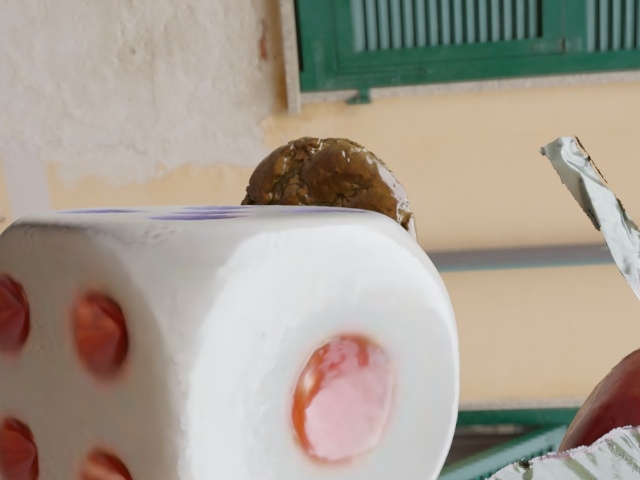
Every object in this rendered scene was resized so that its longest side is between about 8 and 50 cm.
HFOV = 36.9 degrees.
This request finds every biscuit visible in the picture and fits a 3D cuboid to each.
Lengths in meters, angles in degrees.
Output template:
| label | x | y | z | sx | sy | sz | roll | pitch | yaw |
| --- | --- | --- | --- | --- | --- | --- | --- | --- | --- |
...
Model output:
| label | x | y | z | sx | sy | sz | roll | pitch | yaw |
| --- | --- | --- | --- | --- | --- | --- | --- | --- | --- |
| biscuit | 0.000 | 0.000 | 1.002 | 0.042 | 0.225 | 0.226 | -4 | 91 | -62 |

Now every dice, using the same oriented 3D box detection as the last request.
| label | x | y | z | sx | sy | sz | roll | pitch | yaw |
| --- | --- | --- | --- | --- | --- | --- | --- | --- | --- |
| dice | -0.087 | 0.106 | 0.797 | 0.304 | 0.304 | 0.277 | -8 | 100 | -45 |

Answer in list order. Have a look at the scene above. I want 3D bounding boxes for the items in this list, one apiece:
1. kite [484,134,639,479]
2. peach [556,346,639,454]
| label | x | y | z | sx | sy | sz | roll | pitch | yaw |
| --- | --- | --- | --- | --- | --- | --- | --- | --- | --- |
| kite | 0.151 | 0.062 | 0.356 | 0.250 | 0.229 | 0.012 | 68 | -24 | 21 |
| peach | 0.329 | 0.178 | 0.756 | 0.257 | 0.361 | 0.201 | 11 | -47 | 54 |
